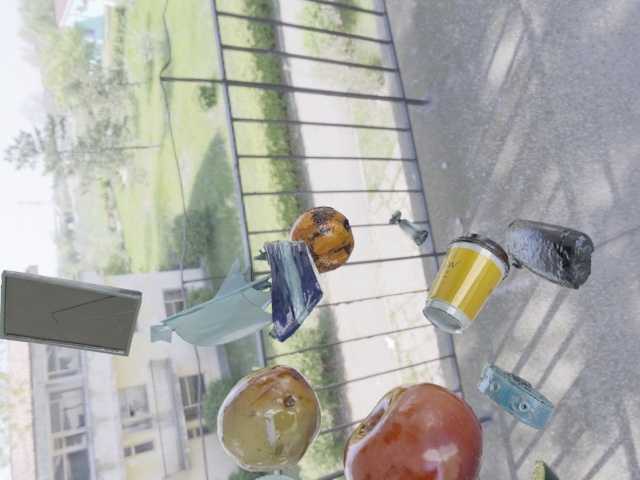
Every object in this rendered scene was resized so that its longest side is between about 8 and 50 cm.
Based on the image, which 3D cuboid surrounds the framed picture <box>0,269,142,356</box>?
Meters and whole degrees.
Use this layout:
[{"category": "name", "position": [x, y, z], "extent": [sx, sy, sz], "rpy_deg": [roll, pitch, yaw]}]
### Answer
[{"category": "framed picture", "position": [-0.513, 0.157, 0.959], "extent": [0.023, 0.259, 0.189], "rpy_deg": [-104, 32, -54]}]

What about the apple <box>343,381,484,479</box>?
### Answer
[{"category": "apple", "position": [0.165, 0.381, 0.832], "extent": [0.206, 0.272, 0.252], "rpy_deg": [40, 164, 16]}]

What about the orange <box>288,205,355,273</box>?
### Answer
[{"category": "orange", "position": [0.000, 0.000, 1.555], "extent": [0.182, 0.234, 0.235], "rpy_deg": [49, 135, 43]}]

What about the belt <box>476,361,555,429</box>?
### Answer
[{"category": "belt", "position": [0.455, 0.358, 1.091], "extent": [0.162, 0.147, 0.082], "rpy_deg": [30, 94, 18]}]

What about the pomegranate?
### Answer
[{"category": "pomegranate", "position": [-0.146, 0.518, 1.353], "extent": [0.319, 0.318, 0.320], "rpy_deg": [15, 107, 59]}]

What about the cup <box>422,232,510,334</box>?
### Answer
[{"category": "cup", "position": [0.423, 0.127, 1.373], "extent": [0.196, 0.280, 0.196], "rpy_deg": [30, 156, 15]}]

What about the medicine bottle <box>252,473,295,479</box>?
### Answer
[{"category": "medicine bottle", "position": [0.010, 0.384, 0.464], "extent": [0.318, 0.157, 0.158], "rpy_deg": [8, 101, 56]}]

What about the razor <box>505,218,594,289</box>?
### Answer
[{"category": "razor", "position": [0.739, 0.034, 1.542], "extent": [0.327, 0.107, 0.190], "rpy_deg": [-141, 46, -72]}]

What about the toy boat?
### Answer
[{"category": "toy boat", "position": [-0.128, 0.080, 0.751], "extent": [0.210, 0.291, 0.071], "rpy_deg": [-72, -35, -46]}]

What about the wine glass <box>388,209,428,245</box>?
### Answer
[{"category": "wine glass", "position": [0.345, -0.049, 1.836], "extent": [0.155, 0.072, 0.072], "rpy_deg": [43, 132, 33]}]

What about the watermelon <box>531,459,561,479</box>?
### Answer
[{"category": "watermelon", "position": [0.573, 0.709, 1.225], "extent": [0.123, 0.301, 0.129], "rpy_deg": [44, 141, -5]}]
